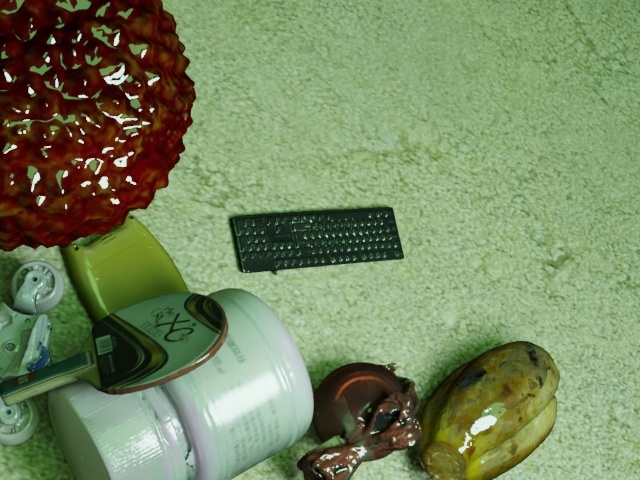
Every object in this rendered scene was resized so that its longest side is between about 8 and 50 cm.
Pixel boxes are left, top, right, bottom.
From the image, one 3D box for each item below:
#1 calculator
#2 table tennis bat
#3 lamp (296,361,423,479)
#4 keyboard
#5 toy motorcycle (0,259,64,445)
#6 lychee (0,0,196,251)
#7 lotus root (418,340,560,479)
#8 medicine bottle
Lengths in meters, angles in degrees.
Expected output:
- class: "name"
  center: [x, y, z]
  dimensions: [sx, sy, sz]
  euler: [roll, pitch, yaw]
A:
- class: "calculator"
  center: [-0.262, 0.081, 1.852]
  dimensions: [0.157, 0.033, 0.237]
  euler: [-34, 96, -36]
- class: "table tennis bat"
  center: [-0.263, 0.146, 1.636]
  dimensions: [0.301, 0.173, 0.022]
  euler: [-19, 125, -4]
- class: "lamp"
  center: [0.050, 0.266, 1.903]
  dimensions: [0.215, 0.223, 0.151]
  euler: [-35, 87, -2]
- class: "keyboard"
  center: [0.000, 0.000, 2.051]
  dimensions: [0.309, 0.018, 0.101]
  euler: [-4, 75, -33]
- class: "toy motorcycle"
  center: [-0.410, 0.146, 1.711]
  dimensions: [0.112, 0.112, 0.254]
  euler: [16, 68, -27]
- class: "lychee"
  center: [-0.363, -0.202, 1.661]
  dimensions: [0.425, 0.424, 0.500]
  euler: [53, 33, -6]
- class: "lotus root"
  center: [0.272, 0.277, 2.034]
  dimensions: [0.291, 0.193, 0.193]
  euler: [-32, 92, -35]
- class: "medicine bottle"
  center: [-0.189, 0.223, 1.724]
  dimensions: [0.302, 0.241, 0.241]
  euler: [-25, 88, -26]
